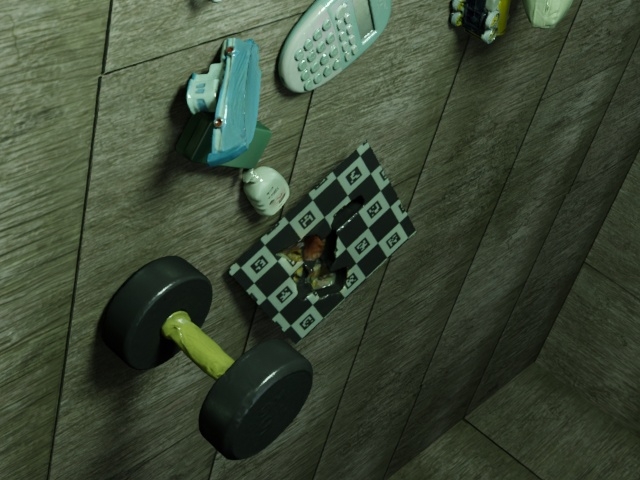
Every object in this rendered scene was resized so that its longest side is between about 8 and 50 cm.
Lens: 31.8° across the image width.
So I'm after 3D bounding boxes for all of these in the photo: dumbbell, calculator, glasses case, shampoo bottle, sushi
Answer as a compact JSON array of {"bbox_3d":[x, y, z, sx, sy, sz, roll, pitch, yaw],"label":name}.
[{"bbox_3d":[-0.190,0.190,1.860,0.204,0.322,0.204,-39,152,-26],"label":"dumbbell"},{"bbox_3d":[0.039,-0.364,1.875,0.295,0.042,0.184,-44,154,-13],"label":"calculator"},{"bbox_3d":[-0.153,-0.161,1.805,0.184,0.039,0.078,1,121,-60],"label":"glasses case"},{"bbox_3d":[-0.103,-0.098,1.968,0.077,0.045,0.152,-50,154,-6],"label":"shampoo bottle"},{"bbox_3d":[0.000,0.000,2.236,0.359,0.064,0.343,-43,143,-5],"label":"sushi"}]

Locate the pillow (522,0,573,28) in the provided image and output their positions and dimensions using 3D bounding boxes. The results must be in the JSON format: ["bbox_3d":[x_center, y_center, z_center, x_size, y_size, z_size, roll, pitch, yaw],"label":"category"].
[{"bbox_3d":[0.440,-0.570,2.089,0.255,0.120,0.322,-71,169,-68],"label":"pillow"}]

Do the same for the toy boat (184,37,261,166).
[{"bbox_3d":[-0.147,-0.206,1.668,0.088,0.102,0.215,66,24,-62],"label":"toy boat"}]

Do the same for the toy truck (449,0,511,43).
[{"bbox_3d":[0.319,-0.480,2.148,0.114,0.098,0.227,-46,157,-24],"label":"toy truck"}]

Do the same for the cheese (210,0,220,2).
[{"bbox_3d":[-0.157,-0.401,1.448,0.163,0.071,0.249,-32,149,-38],"label":"cheese"}]
